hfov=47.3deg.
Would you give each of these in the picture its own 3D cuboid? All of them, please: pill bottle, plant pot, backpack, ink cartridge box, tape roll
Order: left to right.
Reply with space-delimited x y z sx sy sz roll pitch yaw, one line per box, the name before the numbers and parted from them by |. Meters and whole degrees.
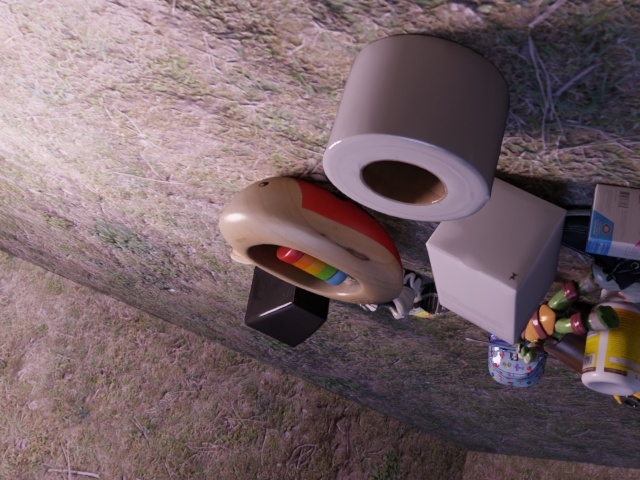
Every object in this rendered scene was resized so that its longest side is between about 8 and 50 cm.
plant pot | -0.074 0.161 2.014 0.187 0.188 0.167 31 141 -32
tape roll | 0.140 -0.155 1.070 0.246 0.169 0.246 15 159 6
backpack | 0.502 0.280 1.870 0.158 0.173 0.117 7 157 24
plant pot | 0.609 0.230 1.707 0.165 0.167 0.167 28 157 -8
pill bottle | 0.626 0.211 1.549 0.117 0.215 0.117 14 159 6
ink cartridge box | 0.536 -0.023 1.192 0.181 0.104 0.062 10 158 17

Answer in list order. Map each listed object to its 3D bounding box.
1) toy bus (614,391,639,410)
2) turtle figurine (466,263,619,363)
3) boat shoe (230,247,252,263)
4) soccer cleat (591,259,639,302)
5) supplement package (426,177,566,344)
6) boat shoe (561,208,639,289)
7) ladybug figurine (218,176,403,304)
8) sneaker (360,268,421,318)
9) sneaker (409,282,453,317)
toy bus | 0.787 0.309 1.797 0.211 0.150 0.220 39 155 -17
turtle figurine | 0.457 0.147 1.528 0.266 0.198 0.275 -30 108 40
boat shoe | -0.157 0.024 1.883 0.169 0.063 0.059 0 152 15
soccer cleat | 0.605 0.075 1.448 0.196 0.068 0.076 24 153 -38
supplement package | 0.325 0.039 1.346 0.177 0.175 0.293 30 165 24
boat shoe | 0.571 0.041 1.313 0.339 0.113 0.127 19 160 -5
ladybug figurine | 0.000 0.000 1.561 0.449 0.162 0.305 30 155 -29
sneaker | 0.104 0.102 1.805 0.291 0.118 0.110 20 160 -5
sneaker | 0.297 0.161 1.874 0.094 0.082 0.208 20 166 -29
